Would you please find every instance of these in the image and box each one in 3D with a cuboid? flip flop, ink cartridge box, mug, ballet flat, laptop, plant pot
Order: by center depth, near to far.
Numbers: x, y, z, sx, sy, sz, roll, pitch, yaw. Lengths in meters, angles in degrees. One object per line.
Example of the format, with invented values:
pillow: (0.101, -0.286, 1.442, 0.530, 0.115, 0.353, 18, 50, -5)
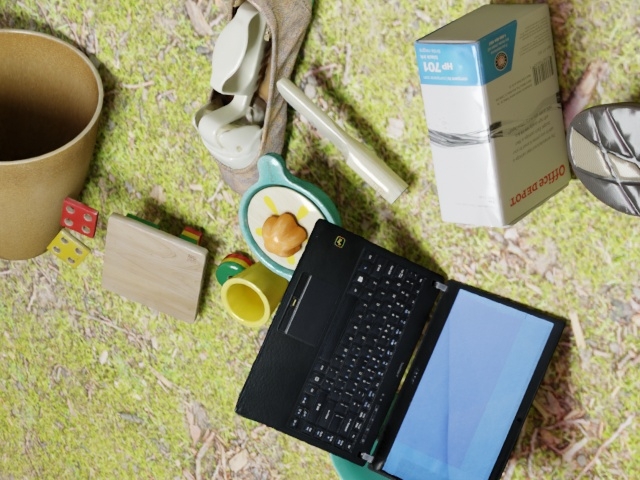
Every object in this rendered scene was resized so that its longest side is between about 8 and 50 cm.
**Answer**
flip flop: (0.367, -0.088, 1.528, 0.277, 0.080, 0.112, -5, 104, 26)
ink cartridge box: (0.174, -0.126, 1.622, 0.082, 0.139, 0.190, 7, 116, 37)
laptop: (0.083, 0.136, 1.756, 0.264, 0.234, 0.136, 26, 174, -19)
ballet flat: (-0.092, -0.170, 1.853, 0.107, 0.106, 0.316, 31, 129, 24)
mug: (0.096, 0.243, 1.900, 0.158, 0.097, 0.129, -2, 117, 51)
plant pot: (-0.397, -0.098, 2.092, 0.237, 0.237, 0.254, 35, 144, 22)

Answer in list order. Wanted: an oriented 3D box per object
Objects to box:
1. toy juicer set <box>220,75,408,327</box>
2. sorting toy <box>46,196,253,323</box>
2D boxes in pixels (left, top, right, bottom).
toy juicer set: (0.000, 0.000, 1.855, 0.209, 0.089, 0.329, 27, 131, 17)
sorting toy: (-0.214, 0.023, 2.076, 0.274, 0.046, 0.132, 21, 135, 8)
